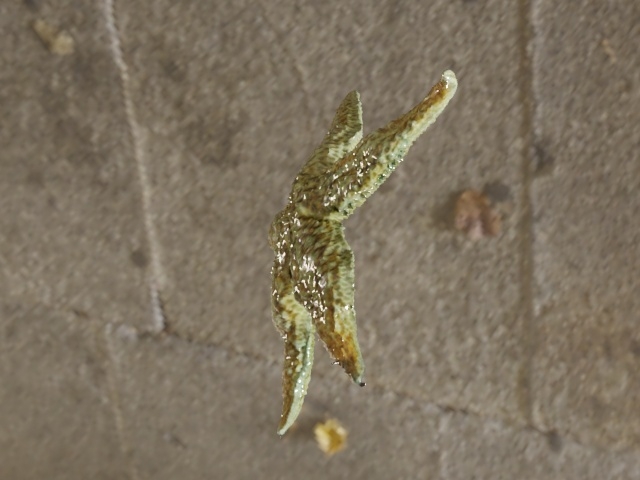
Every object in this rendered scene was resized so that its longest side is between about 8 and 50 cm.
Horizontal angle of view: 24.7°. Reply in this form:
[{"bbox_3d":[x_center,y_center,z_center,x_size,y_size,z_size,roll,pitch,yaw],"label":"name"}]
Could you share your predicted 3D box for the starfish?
[{"bbox_3d":[-0.003,-0.001,1.280,0.078,0.347,0.358,17,166,-18],"label":"starfish"}]
